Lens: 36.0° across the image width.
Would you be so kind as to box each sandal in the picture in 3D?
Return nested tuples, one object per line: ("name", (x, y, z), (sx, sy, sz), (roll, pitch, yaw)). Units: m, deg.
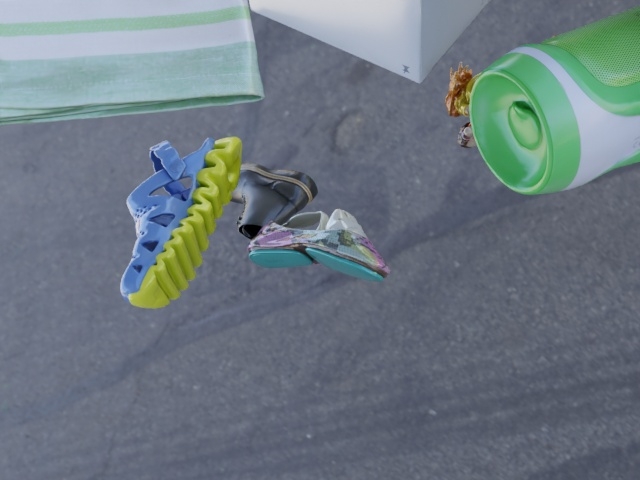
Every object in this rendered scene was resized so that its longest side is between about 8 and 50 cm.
("sandal", (-0.227, -0.036, 1.462), (0.138, 0.126, 0.317), (16, 52, 8))

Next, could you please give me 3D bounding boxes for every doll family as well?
("doll family", (0.274, -0.231, 1.433), (0.263, 0.118, 0.163), (-28, -3, -33))

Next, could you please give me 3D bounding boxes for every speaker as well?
("speaker", (0.278, -0.139, 0.834), (0.296, 0.131, 0.131), (-23, 35, -20))

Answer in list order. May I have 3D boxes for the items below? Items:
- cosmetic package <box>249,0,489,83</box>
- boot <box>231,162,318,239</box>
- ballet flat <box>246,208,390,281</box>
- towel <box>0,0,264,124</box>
("cosmetic package", (0.069, -0.317, 1.028), (0.224, 0.138, 0.224), (28, 64, 23))
("boot", (-0.119, -0.057, 1.599), (0.198, 0.077, 0.137), (1, 40, 42))
("ballet flat", (0.000, 0.000, 1.217), (0.221, 0.077, 0.079), (5, 65, 43))
("towel", (-0.194, -0.261, 0.836), (0.038, 0.248, 0.324), (126, 135, -72))
